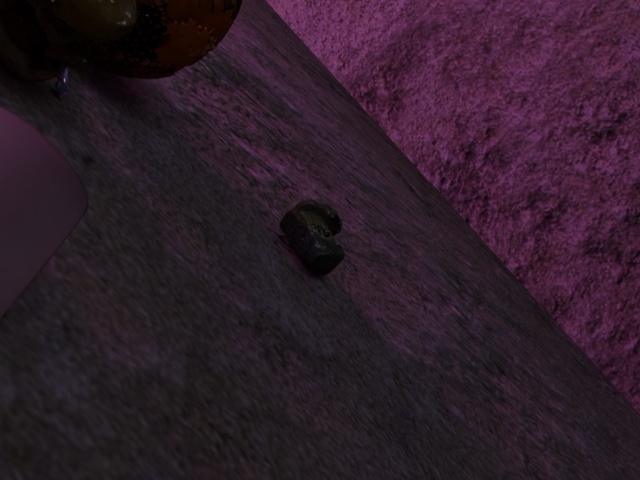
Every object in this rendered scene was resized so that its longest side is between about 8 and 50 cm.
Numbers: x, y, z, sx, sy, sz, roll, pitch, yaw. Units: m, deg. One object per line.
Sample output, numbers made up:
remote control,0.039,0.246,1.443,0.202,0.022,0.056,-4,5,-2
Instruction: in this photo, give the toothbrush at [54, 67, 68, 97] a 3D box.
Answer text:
toothbrush,-0.275,-0.186,1.107,0.017,0.014,0.162,61,4,-29

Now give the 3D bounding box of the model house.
model house,0.000,0.000,1.293,0.078,0.066,0.083,24,27,-54

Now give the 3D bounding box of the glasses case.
glasses case,-0.220,-0.017,0.642,0.113,0.075,0.297,44,14,-12

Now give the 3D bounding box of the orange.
orange,-0.204,-0.300,1.213,0.234,0.234,0.182,55,-27,33

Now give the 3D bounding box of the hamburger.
hamburger,-0.271,-0.246,0.989,0.159,0.131,0.185,14,56,-59
